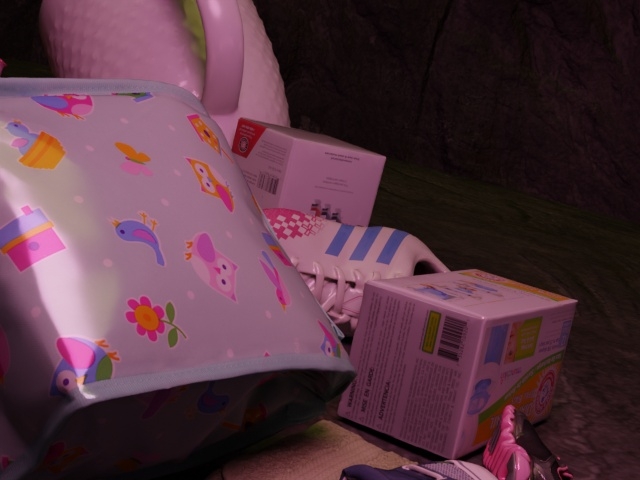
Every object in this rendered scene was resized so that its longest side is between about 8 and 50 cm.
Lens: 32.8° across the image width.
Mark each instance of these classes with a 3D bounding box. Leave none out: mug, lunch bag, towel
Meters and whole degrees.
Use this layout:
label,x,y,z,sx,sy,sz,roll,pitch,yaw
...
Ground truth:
label,x,y,z,sx,sy,sz,roll,pitch,yaw
mug,-0.169,-0.203,1.333,0.276,0.374,0.328,-12,61,-23
lunch bag,-0.114,0.024,0.651,0.262,0.160,0.223,-5,56,-51
towel,0.008,0.152,0.679,0.110,0.027,0.148,19,12,28

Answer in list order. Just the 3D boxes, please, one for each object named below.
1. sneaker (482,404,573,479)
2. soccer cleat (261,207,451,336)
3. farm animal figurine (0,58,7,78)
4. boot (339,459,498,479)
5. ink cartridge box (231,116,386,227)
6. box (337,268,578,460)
label,x,y,z,sx,sy,sz,roll,pitch,yaw
sneaker,0.151,0.160,0.780,0.057,0.047,0.119,19,18,-1
soccer cleat,0.015,0.040,1.053,0.331,0.116,0.143,-2,28,-45
farm animal figurine,-0.483,-0.177,1.370,0.330,0.172,0.327,51,-11,-30
boot,0.081,0.171,0.549,0.086,0.069,0.190,7,11,-28
ink cartridge box,-0.031,-0.031,1.209,0.127,0.176,0.128,8,11,-36
box,0.118,0.093,0.883,0.103,0.114,0.203,17,11,31
